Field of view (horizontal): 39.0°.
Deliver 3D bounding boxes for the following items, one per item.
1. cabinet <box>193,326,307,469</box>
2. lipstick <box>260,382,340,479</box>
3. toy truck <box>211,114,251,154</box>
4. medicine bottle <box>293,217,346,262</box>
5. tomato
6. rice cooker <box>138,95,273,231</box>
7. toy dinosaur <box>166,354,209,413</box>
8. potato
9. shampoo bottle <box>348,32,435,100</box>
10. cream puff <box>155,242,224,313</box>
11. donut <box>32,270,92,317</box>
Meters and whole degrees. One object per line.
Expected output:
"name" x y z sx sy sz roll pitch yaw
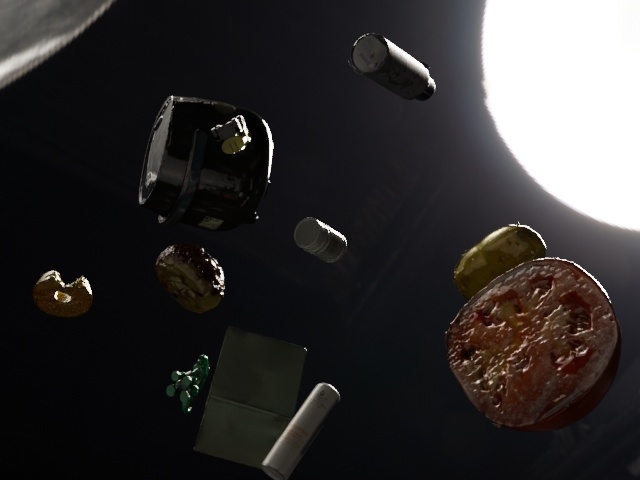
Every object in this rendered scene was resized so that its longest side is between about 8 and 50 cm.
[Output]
"cabinet" -0.125 0.285 1.607 0.206 0.150 0.145 112 -7 -48
"lipstick" -0.024 0.251 1.191 0.141 0.040 0.040 -52 -174 -30
"toy truck" -0.148 -0.178 1.536 0.049 0.054 0.083 -24 -169 8
"medicine bottle" 0.000 0.000 1.612 0.058 0.091 0.058 -13 -115 30
"tomato" 0.406 0.203 1.636 0.338 0.144 0.338 -24 -134 28
"rice cooker" -0.221 -0.142 1.754 0.267 0.225 0.267 -48 -146 49
"toy dinosaur" -0.281 0.316 1.964 0.096 0.059 0.132 -8 113 -60
"potato" 0.482 0.064 2.447 0.300 0.173 0.140 -49 -146 43
"shampoo bottle" 0.124 -0.272 1.455 0.214 0.072 0.072 13 110 -60
"cream puff" -0.227 0.063 1.633 0.084 0.149 0.149 -48 -175 -29
"donut" -0.480 0.099 1.689 0.043 0.108 0.097 -90 -156 -49
